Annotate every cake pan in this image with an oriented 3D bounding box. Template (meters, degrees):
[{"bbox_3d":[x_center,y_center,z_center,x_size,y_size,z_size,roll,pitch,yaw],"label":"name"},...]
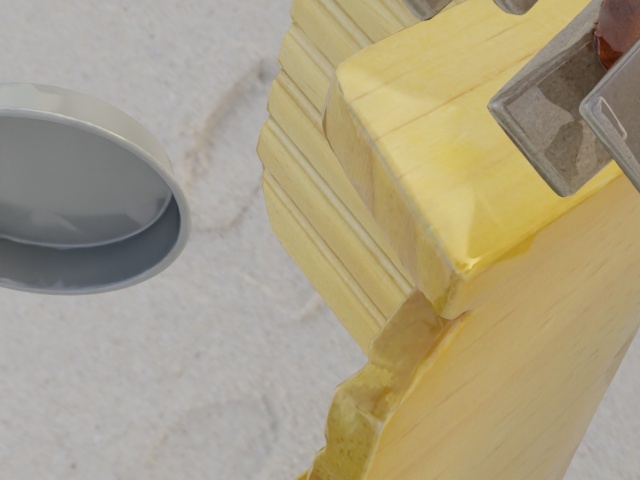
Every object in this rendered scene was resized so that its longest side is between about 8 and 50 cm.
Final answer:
[{"bbox_3d":[-0.265,-0.048,1.406,0.293,0.293,0.054,-10,53,19],"label":"cake pan"}]

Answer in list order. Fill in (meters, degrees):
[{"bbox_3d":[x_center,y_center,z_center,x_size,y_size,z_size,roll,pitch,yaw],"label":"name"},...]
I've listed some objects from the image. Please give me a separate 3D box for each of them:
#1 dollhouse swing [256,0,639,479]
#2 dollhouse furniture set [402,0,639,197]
[{"bbox_3d":[0.000,0.000,0.784,0.305,0.347,0.315,39,46,24],"label":"dollhouse swing"},{"bbox_3d":[0.165,-0.048,0.358,0.135,0.259,0.262,-45,20,-11],"label":"dollhouse furniture set"}]
